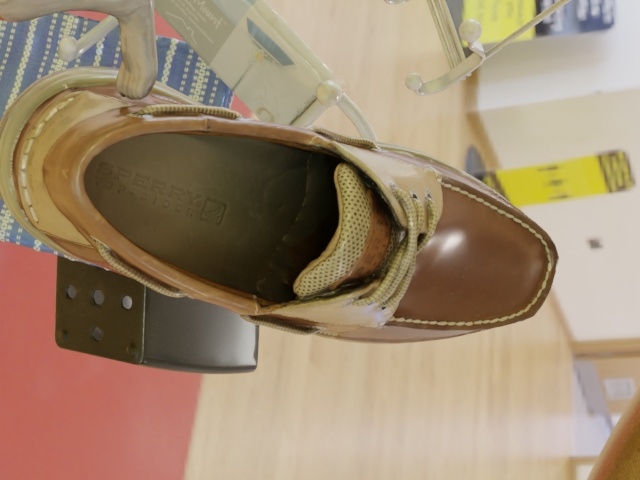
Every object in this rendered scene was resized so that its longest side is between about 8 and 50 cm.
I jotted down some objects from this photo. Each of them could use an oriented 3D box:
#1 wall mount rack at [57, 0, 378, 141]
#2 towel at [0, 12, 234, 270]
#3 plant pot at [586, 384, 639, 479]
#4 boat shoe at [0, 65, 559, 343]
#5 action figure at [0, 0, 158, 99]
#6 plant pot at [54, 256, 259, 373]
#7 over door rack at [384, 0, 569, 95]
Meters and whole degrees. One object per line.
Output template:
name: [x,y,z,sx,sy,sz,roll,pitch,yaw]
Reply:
wall mount rack: [-0.086,-0.164,0.873,0.350,0.304,0.130,46,60,-4]
towel: [-0.267,-0.113,1.040,0.040,0.336,0.243,67,38,-79]
plant pot: [0.241,0.144,0.547,0.254,0.237,0.237,122,-11,-45]
boat shoe: [0.000,0.000,0.546,0.324,0.116,0.123,10,97,-28]
action figure: [-0.223,-0.226,0.435,0.330,0.178,0.341,13,60,-33]
plant pot: [-0.187,0.052,1.169,0.167,0.187,0.188,-5,101,-58]
over door rack: [0.166,-0.312,1.001,0.108,0.324,0.239,-4,73,-47]
